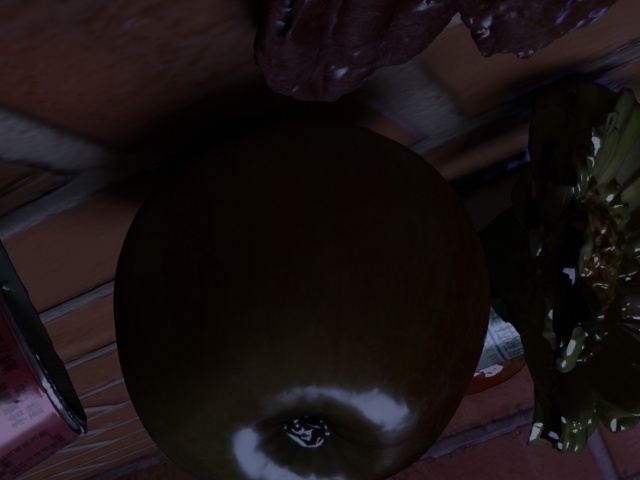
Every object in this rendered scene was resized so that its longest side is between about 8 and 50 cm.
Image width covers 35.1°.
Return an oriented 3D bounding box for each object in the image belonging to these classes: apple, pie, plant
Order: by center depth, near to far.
[{"bbox_3d":[0.071,-0.134,0.497,0.219,0.054,0.204,-12,166,-25],"label":"pie"},{"bbox_3d":[-0.010,0.051,0.675,0.257,0.234,0.256,-5,136,-5],"label":"apple"},{"bbox_3d":[0.191,0.004,0.871,0.305,0.297,0.261,-61,162,-12],"label":"plant"}]

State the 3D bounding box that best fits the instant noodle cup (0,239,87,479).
[{"bbox_3d":[-0.287,0.096,0.591,0.255,0.244,0.244,-27,170,-11],"label":"instant noodle cup"}]

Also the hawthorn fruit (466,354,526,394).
[{"bbox_3d":[0.187,0.130,1.510,0.262,0.210,0.210,-1,159,-37],"label":"hawthorn fruit"}]

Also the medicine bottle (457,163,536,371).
[{"bbox_3d":[0.189,0.033,1.102,0.332,0.190,0.190,-23,168,11],"label":"medicine bottle"}]
